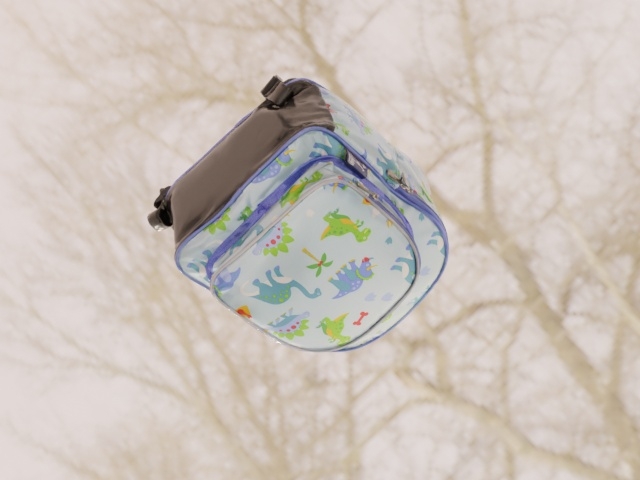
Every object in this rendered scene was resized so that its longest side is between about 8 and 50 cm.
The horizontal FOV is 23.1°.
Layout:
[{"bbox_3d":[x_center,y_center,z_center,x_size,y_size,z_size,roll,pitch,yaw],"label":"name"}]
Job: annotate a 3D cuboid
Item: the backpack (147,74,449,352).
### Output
[{"bbox_3d":[0.000,0.000,0.711,0.105,0.084,0.114,-43,-53,19],"label":"backpack"}]
